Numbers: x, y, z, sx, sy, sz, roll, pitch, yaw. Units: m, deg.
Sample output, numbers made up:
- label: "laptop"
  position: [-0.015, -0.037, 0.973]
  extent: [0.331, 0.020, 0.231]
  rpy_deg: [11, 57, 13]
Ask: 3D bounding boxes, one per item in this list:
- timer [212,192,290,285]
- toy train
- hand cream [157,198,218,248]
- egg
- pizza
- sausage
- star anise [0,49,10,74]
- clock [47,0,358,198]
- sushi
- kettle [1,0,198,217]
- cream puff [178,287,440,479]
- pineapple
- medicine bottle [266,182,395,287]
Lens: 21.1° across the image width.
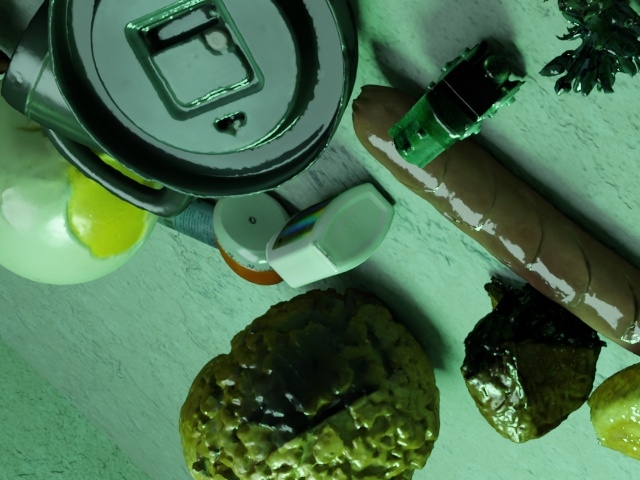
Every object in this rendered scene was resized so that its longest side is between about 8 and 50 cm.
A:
- label: "timer"
  position: [-0.081, 0.001, 2.217]
  extent: [0.136, 0.099, 0.136]
  rpy_deg: [62, 176, 8]
- label: "toy train"
  position: [0.121, -0.123, 1.628]
  extent: [0.071, 0.111, 0.170]
  rpy_deg: [48, 158, 0]
- label: "hand cream"
  position: [-0.139, -0.012, 2.349]
  extent: [0.256, 0.055, 0.088]
  rpy_deg: [25, 141, 32]
- label: "egg"
  position: [-0.345, -0.078, 2.281]
  extent: [0.283, 0.283, 0.345]
  rpy_deg: [38, 162, 14]
- label: "pizza"
  position: [0.390, 0.162, 1.635]
  extent: [0.257, 0.087, 0.268]
  rpy_deg: [18, 158, 9]
- label: "sausage"
  position: [0.202, -0.013, 1.730]
  extent: [0.433, 0.088, 0.088]
  rpy_deg: [40, 158, 11]
- label: "star anise"
  position: [-0.477, -0.244, 2.364]
  extent: [0.125, 0.220, 0.190]
  rpy_deg: [-6, 152, 8]
- label: "clock"
  position: [-0.119, -0.197, 1.744]
  extent: [0.325, 0.067, 0.325]
  rpy_deg: [9, 122, 14]
- label: "sushi"
  position: [0.224, 0.105, 1.804]
  extent: [0.149, 0.287, 0.140]
  rpy_deg: [-18, 106, 19]
- label: "kettle"
  position: [-0.212, -0.158, 1.991]
  extent: [0.271, 0.251, 0.207]
  rpy_deg: [31, -170, 1]
- label: "cream puff"
  position: [-0.019, 0.214, 2.174]
  extent: [0.343, 0.327, 0.231]
  rpy_deg: [5, 158, 10]
- label: "pineapple"
  position: [0.187, -0.212, 1.377]
  extent: [0.221, 0.103, 0.083]
  rpy_deg: [54, -170, -26]
- label: "medicine bottle"
  position: [0.000, 0.000, 2.046]
  extent: [0.078, 0.115, 0.219]
  rpy_deg: [46, 158, -9]
